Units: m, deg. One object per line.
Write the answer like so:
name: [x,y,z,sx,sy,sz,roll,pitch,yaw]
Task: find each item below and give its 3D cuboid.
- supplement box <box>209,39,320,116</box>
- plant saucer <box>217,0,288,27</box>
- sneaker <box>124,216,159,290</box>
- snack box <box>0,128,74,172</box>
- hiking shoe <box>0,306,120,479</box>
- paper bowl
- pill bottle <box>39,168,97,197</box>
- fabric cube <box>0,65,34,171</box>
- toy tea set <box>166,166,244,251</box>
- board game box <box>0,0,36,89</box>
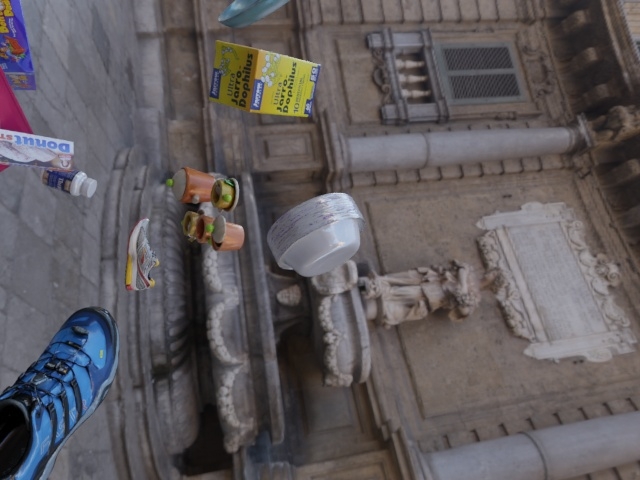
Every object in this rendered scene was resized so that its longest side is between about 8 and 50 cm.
supplement box: [-0.187,-0.557,1.552,0.195,0.356,0.194,23,-67,28]
plant saucer: [-0.118,-0.629,1.112,0.044,0.317,0.318,54,8,-34]
sneaker: [-0.541,0.041,1.355,0.088,0.092,0.226,-151,-114,-72]
snack box: [-0.582,-0.177,0.863,0.022,0.178,0.064,-9,-97,40]
hiking shoe: [-0.377,0.221,0.615,0.132,0.113,0.304,114,-8,-56]
paper bowl: [0.000,0.000,1.281,0.148,0.284,0.284,62,-18,19]
pill bottle: [-0.656,-0.156,1.153,0.067,0.120,0.067,-160,-90,-82]
fabric cube: [-0.771,-0.242,0.835,0.254,0.258,0.258,92,21,-44]
toy tea set: [-0.305,-0.079,1.112,0.336,0.124,0.200,17,-81,53]
board game box: [-0.835,-0.600,1.171,0.233,0.078,0.348,9,-73,58]
